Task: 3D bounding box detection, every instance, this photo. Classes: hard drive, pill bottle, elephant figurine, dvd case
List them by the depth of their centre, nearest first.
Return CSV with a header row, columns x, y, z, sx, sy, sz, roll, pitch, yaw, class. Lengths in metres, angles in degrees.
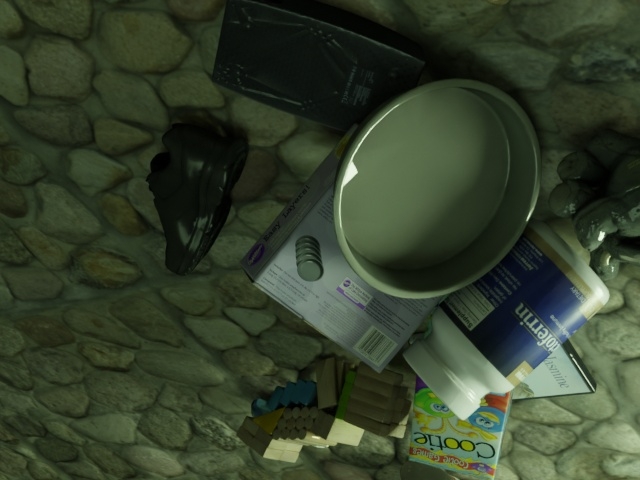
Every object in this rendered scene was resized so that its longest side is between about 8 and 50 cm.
x,y,z,sx,sy,sz,roll,pitch,yaw,class
-0.003,-0.226,1.559,0.254,0.054,0.172,19,141,0,hard drive
0.410,-0.025,1.568,0.169,0.186,0.239,-46,130,4,elephant figurine
0.247,0.110,1.671,0.264,0.153,0.153,-44,117,4,pill bottle
0.289,0.196,1.959,0.253,0.022,0.180,-11,132,33,dvd case

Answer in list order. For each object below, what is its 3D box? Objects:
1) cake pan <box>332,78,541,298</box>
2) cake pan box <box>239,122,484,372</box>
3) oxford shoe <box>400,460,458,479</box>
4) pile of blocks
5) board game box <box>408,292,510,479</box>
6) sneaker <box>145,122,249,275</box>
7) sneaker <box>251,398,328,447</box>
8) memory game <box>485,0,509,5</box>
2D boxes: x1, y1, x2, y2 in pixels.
x,y,z,sx,sy,sz,roll,pitch,yaw,class
0.141,-0.069,1.553,0.293,0.293,0.054,51,176,-33,cake pan
0.067,0.017,1.630,0.267,0.070,0.246,36,96,-31,cake pan box
0.239,0.473,2.277,0.212,0.076,0.076,32,-179,1,oxford shoe
0.021,0.292,2.120,0.362,0.149,0.112,-18,154,37,pile of blocks
0.223,0.226,1.889,0.142,0.144,0.275,12,140,11,board game box
-0.196,-0.066,1.811,0.130,0.109,0.286,26,132,3,sneaker
-0.046,0.313,2.229,0.162,0.063,0.073,17,123,-2,sneaker
0.192,-0.338,1.377,0.186,0.012,0.186,12,141,10,memory game
